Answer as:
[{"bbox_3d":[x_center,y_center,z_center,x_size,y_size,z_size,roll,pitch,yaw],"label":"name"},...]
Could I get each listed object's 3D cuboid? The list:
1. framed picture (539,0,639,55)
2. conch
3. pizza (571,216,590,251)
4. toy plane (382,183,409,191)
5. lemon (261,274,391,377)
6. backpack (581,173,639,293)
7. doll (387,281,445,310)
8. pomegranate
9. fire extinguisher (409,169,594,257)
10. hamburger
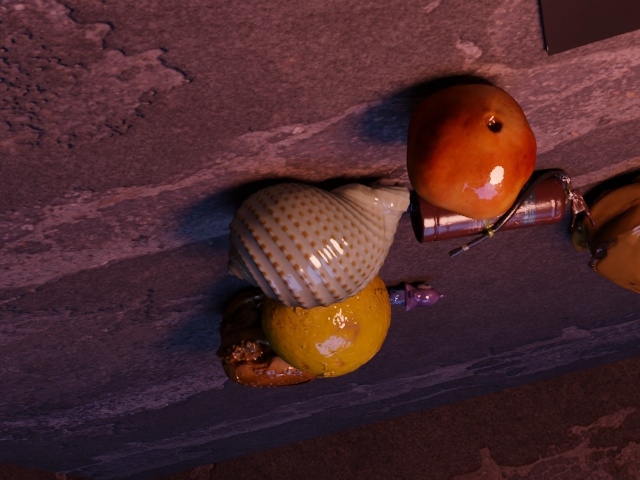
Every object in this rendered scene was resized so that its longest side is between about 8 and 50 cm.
[{"bbox_3d":[0.412,-0.360,1.451,0.255,0.014,0.338,-16,159,10],"label":"framed picture"},{"bbox_3d":[-0.003,0.016,1.930,0.319,0.215,0.303,-2,170,-2],"label":"conch"},{"bbox_3d":[0.643,-0.017,2.371,0.226,0.069,0.147,-7,157,-10],"label":"pizza"},{"bbox_3d":[0.118,-0.083,1.998,0.084,0.024,0.078,-12,158,21],"label":"toy plane"},{"bbox_3d":[0.008,0.143,2.200,0.258,0.258,0.310,-17,159,16],"label":"lemon"},{"bbox_3d":[0.712,0.001,2.199,0.378,0.201,0.353,1,146,-6],"label":"backpack"},{"bbox_3d":[0.185,0.130,2.531,0.206,0.067,0.110,-3,174,10],"label":"doll"},{"bbox_3d":[0.224,-0.134,1.670,0.209,0.209,0.209,-10,159,-4],"label":"pomegranate"},{"bbox_3d":[0.345,-0.051,2.054,0.341,0.141,0.105,-7,-170,-8],"label":"fire extinguisher"},{"bbox_3d":[-0.114,0.218,2.418,0.245,0.211,0.260,-12,164,19],"label":"hamburger"}]
